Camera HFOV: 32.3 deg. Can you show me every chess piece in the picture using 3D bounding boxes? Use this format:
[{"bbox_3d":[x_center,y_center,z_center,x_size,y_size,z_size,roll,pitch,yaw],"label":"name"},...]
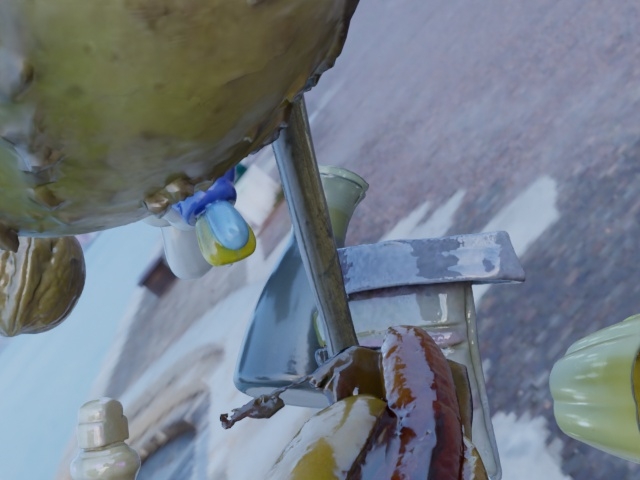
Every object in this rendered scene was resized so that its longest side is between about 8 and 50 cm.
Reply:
[{"bbox_3d":[-0.294,0.421,1.569,0.117,0.396,0.117,-8,-3,0],"label":"chess piece"}]

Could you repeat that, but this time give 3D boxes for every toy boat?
[{"bbox_3d":[0.101,0.116,1.325,0.111,0.276,0.293,4,-84,-59],"label":"toy boat"}]

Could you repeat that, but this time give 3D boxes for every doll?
[{"bbox_3d":[-0.186,-0.118,1.529,0.187,0.376,0.366,-39,18,-14],"label":"doll"}]

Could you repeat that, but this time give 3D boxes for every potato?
[{"bbox_3d":[-0.205,-0.195,0.654,0.319,0.442,0.385,-27,30,-28],"label":"potato"}]

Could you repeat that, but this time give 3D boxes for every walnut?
[{"bbox_3d":[-0.490,0.051,1.782,0.228,0.228,0.228,-49,9,11],"label":"walnut"}]

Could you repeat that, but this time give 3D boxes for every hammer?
[{"bbox_3d":[0.000,0.000,0.960,0.044,0.439,0.168,-17,26,-7],"label":"hammer"}]

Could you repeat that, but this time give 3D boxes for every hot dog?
[{"bbox_3d":[0.030,0.169,0.727,0.107,0.194,0.326,126,161,-47],"label":"hot dog"}]

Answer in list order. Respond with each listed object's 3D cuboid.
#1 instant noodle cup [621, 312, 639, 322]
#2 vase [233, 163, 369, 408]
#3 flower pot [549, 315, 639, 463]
[{"bbox_3d":[0.572,0.207,1.629,0.222,0.311,0.311,-17,33,53],"label":"instant noodle cup"},{"bbox_3d":[-0.015,0.061,1.531,0.173,0.173,0.321,148,132,-63],"label":"vase"},{"bbox_3d":[0.387,0.186,1.359,0.179,0.195,0.195,-14,36,57],"label":"flower pot"}]
